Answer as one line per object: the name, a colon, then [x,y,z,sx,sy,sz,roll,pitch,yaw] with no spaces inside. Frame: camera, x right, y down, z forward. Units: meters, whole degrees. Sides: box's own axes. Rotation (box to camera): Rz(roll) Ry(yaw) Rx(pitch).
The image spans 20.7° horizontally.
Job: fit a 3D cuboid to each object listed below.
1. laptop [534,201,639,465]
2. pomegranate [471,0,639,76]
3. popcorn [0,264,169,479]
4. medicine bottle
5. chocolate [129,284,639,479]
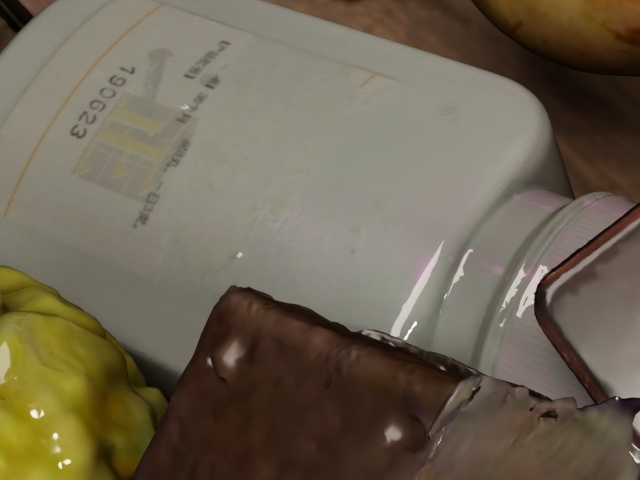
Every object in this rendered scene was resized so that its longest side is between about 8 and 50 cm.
laptop: [0.179,0.056,0.540,0.154,0.026,0.207,-37,89,-5]
pomegranate: [0.134,-0.155,0.669,0.191,0.191,0.191,-10,56,15]
popcorn: [-0.151,0.118,0.599,0.235,0.217,0.181,-48,29,-1]
medicine bottle: [0.000,0.000,0.664,0.296,0.111,0.161,20,66,32]
chocolate: [-0.032,0.161,0.519,0.112,0.112,0.321,29,94,40]
